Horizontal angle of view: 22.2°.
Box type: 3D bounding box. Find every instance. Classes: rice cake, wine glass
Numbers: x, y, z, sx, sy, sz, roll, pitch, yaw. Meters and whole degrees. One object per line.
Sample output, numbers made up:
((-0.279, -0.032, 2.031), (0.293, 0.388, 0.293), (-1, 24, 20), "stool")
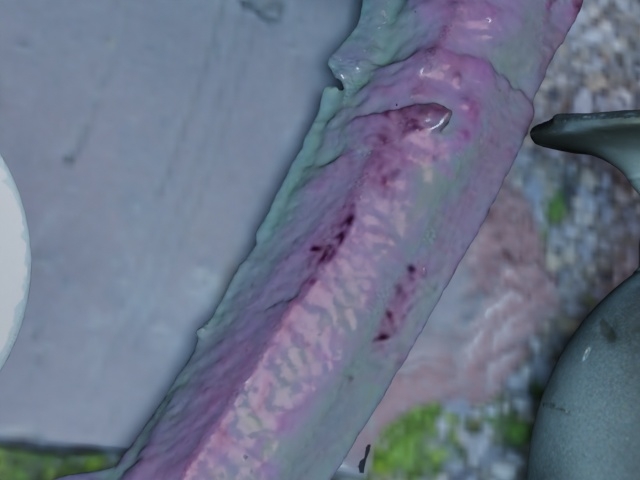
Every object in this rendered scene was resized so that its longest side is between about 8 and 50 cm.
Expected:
((0.003, 0.001, 0.529), (0.081, 0.051, 0.290), (39, 66, -15), "rice cake")
((0.119, 0.067, 0.538), (0.103, 0.103, 0.222), (2, 87, -25), "wine glass")

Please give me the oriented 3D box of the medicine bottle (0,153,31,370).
((-0.133, 0.018, 0.387), (0.086, 0.183, 0.086), (5, 78, -24), "medicine bottle")
